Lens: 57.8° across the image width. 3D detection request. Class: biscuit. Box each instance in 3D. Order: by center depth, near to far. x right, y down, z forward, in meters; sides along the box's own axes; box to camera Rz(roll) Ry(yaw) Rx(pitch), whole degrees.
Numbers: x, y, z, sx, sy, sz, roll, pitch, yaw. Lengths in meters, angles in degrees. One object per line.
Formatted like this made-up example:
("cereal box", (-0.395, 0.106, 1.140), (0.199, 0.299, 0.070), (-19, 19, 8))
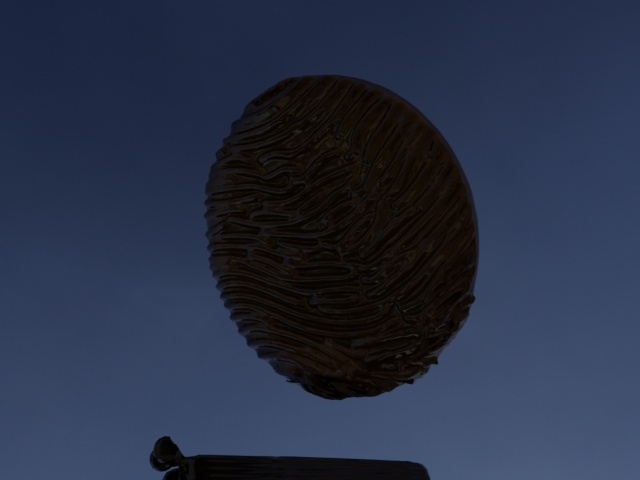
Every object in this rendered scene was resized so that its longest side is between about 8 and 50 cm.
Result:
("biscuit", (0.000, 0.000, 0.564), (0.318, 0.040, 0.318), (6, -79, 34))

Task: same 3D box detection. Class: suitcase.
("suitcase", (-0.044, 0.351, 0.649), (0.335, 0.152, 0.230), (12, -52, -25))
